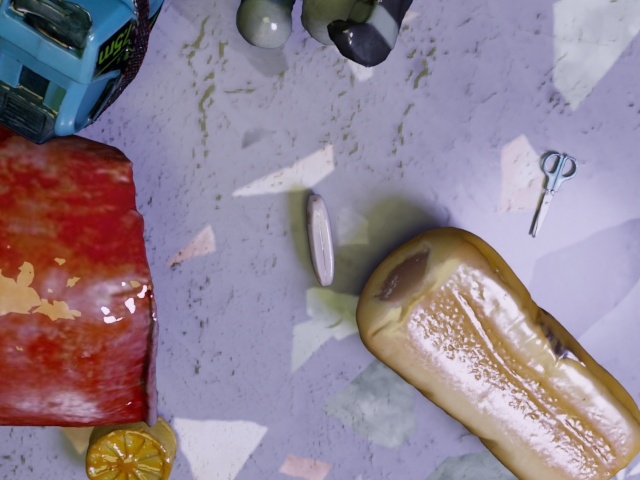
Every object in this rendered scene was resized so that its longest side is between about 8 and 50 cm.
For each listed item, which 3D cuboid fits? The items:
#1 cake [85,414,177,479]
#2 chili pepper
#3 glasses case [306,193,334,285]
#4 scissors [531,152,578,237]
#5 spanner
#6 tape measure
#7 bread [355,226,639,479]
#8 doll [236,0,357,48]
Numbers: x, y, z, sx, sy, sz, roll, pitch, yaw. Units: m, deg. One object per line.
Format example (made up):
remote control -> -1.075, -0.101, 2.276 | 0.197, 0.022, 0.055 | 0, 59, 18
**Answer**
cake -> -0.176, 0.200, 0.638 | 0.084, 0.044, 0.084 | -2, 106, -7
chili pepper -> -0.264, 0.014, 0.494 | 0.306, 0.229, 0.251 | 7, 115, -21
glasses case -> 0.000, 0.000, 0.608 | 0.021, 0.032, 0.083 | -8, 109, -3
scissors -> 0.214, -0.041, 0.640 | 0.036, 0.006, 0.083 | 13, 105, -13
spanner -> 0.101, -0.220, 0.463 | 0.316, 0.024, 0.087 | -45, 144, -33
tape measure -> -0.146, -0.131, 0.423 | 0.081, 0.125, 0.146 | 31, 138, -14
bread -> 0.168, 0.118, 0.637 | 0.142, 0.091, 0.305 | -42, 108, 13
doll -> -0.059, -0.257, 0.457 | 0.259, 0.154, 0.228 | 12, 112, -13
